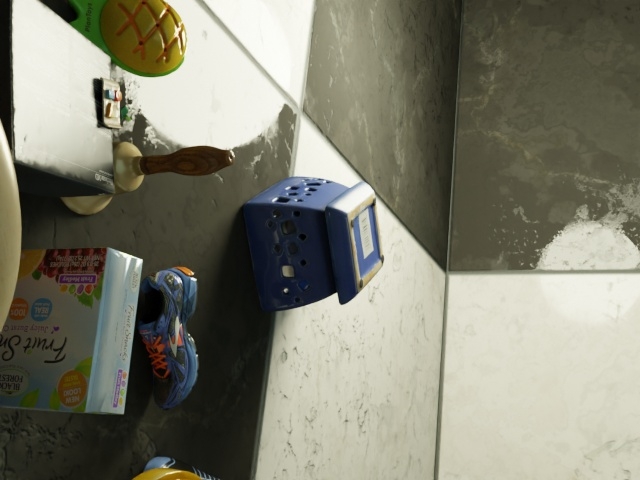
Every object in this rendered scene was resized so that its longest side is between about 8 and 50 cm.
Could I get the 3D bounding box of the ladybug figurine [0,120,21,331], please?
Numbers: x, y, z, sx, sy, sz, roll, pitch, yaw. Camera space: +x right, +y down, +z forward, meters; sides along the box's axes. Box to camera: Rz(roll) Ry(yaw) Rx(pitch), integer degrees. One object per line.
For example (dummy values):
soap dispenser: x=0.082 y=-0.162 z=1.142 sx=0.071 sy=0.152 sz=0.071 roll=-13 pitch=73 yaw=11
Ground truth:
ladybug figurine: x=-0.417 y=-0.057 z=0.582 sx=0.305 sy=0.162 sz=0.449 roll=-22 pitch=114 yaw=-36

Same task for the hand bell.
hand bell: x=-0.222 y=-0.103 z=0.979 sx=0.126 sy=0.242 sz=0.126 roll=-2 pitch=90 yaw=-66

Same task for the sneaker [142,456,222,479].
sneaker: x=-0.196 y=0.407 z=1.188 sx=0.232 sy=0.090 sz=0.081 roll=52 pitch=43 yaw=-53

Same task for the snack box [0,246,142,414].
snack box: x=-0.309 y=0.100 z=0.817 sx=0.070 sy=0.207 sz=0.174 roll=29 pitch=63 yaw=-62

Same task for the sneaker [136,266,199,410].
sneaker: x=-0.245 y=0.149 z=1.132 sx=0.087 sy=0.083 sz=0.221 roll=8 pitch=75 yaw=-52

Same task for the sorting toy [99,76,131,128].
sorting toy: x=-0.262 y=-0.175 z=0.944 sx=0.083 sy=0.012 sz=0.062 roll=-54 pitch=140 yaw=-83

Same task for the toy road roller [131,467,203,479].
toy road roller: x=-0.215 y=0.462 z=0.936 sx=0.202 sy=0.241 sz=0.329 roll=23 pitch=69 yaw=-55

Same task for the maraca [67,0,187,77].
maraca: x=-0.275 y=-0.303 z=1.060 sx=0.186 sy=0.099 sz=0.127 roll=5 pitch=80 yaw=-39

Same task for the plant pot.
plant pot: x=0.000 y=0.000 z=1.502 sx=0.236 sy=0.212 sz=0.236 roll=-38 pitch=123 yaw=-60

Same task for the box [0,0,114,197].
box: x=-0.326 y=-0.153 z=0.826 sx=0.261 sy=0.103 sz=0.184 roll=34 pitch=51 yaw=-84
